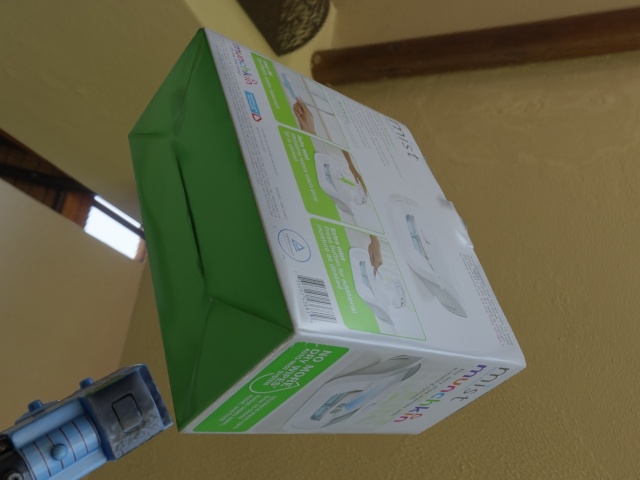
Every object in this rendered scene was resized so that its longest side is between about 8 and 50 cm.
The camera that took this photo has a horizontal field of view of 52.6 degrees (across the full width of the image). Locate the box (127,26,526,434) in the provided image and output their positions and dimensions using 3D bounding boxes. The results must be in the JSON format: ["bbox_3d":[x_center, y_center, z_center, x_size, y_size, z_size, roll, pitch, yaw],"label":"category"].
[{"bbox_3d":[0.000,0.000,0.494,0.127,0.231,0.262,-43,-129,31],"label":"box"}]

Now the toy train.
[{"bbox_3d":[-0.224,0.173,0.560,0.105,0.184,0.080,-24,-89,51],"label":"toy train"}]
